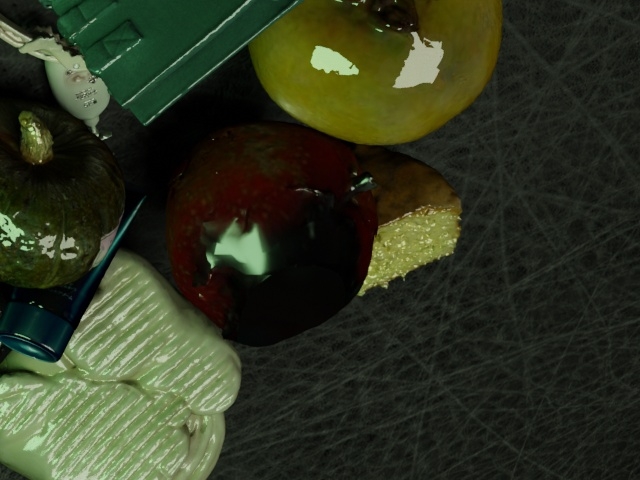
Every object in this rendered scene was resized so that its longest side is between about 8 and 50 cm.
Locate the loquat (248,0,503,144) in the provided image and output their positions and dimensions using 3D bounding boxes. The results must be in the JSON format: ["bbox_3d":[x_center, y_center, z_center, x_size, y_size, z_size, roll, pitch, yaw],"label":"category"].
[{"bbox_3d":[0.066,-0.279,1.701,0.328,0.328,0.359,-42,-177,1],"label":"loquat"}]

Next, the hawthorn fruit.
[{"bbox_3d":[-0.070,-0.011,1.753,0.316,0.316,0.316,-23,139,-22],"label":"hawthorn fruit"}]

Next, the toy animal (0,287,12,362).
[{"bbox_3d":[-0.509,0.108,1.608,0.213,0.212,0.266,-58,166,21],"label":"toy animal"}]

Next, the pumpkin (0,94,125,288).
[{"bbox_3d":[-0.350,-0.072,1.566,0.260,0.260,0.189,-3,130,-39],"label":"pumpkin"}]

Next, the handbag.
[{"bbox_3d":[-0.168,-0.295,1.499,0.274,0.269,0.100,-41,152,0],"label":"handbag"}]

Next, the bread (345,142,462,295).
[{"bbox_3d":[0.036,-0.030,1.993,0.340,0.179,0.194,-25,148,6],"label":"bread"}]

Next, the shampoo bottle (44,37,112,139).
[{"bbox_3d":[-0.297,-0.184,1.670,0.077,0.045,0.152,-25,140,-20],"label":"shampoo bottle"}]

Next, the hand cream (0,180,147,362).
[{"bbox_3d":[-0.319,0.022,1.687,0.061,0.120,0.271,116,-6,-58],"label":"hand cream"}]

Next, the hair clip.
[{"bbox_3d":[-0.331,-0.228,1.562,0.226,0.034,0.072,19,116,-32],"label":"hair clip"}]

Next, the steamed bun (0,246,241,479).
[{"bbox_3d":[-0.296,0.194,1.859,0.342,0.255,0.367,-47,108,-5],"label":"steamed bun"}]
